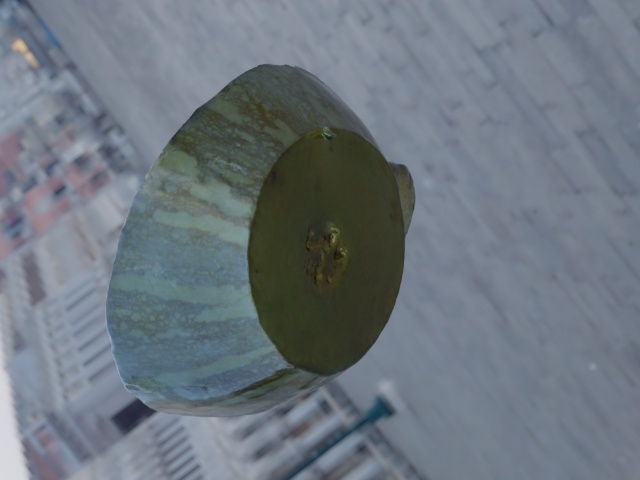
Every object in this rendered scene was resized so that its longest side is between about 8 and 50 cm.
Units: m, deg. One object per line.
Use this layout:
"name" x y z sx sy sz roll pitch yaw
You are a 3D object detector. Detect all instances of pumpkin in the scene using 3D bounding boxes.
"pumpkin" -0.015 0.014 0.906 0.110 0.217 0.217 21 155 40

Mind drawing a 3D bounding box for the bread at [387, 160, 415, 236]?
"bread" 0.000 0.000 1.145 0.065 0.149 0.188 31 -167 22
